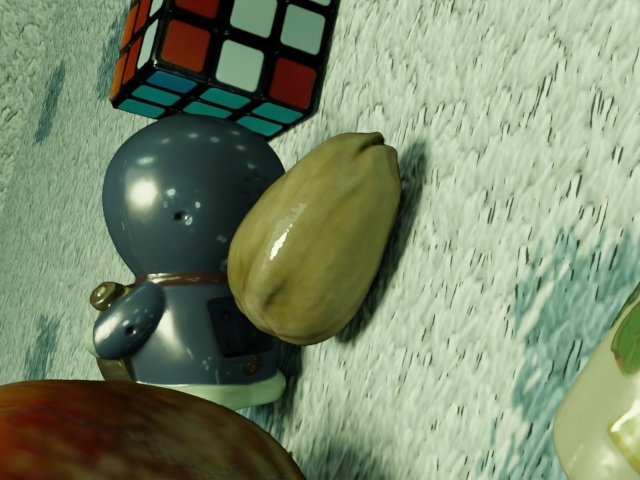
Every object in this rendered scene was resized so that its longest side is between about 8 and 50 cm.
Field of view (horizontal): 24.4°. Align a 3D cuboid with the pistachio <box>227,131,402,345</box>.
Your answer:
[{"bbox_3d":[0.000,0.000,1.102,0.108,0.126,0.185,43,120,20],"label":"pistachio"}]

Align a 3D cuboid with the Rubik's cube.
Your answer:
[{"bbox_3d":[-0.091,-0.195,1.391,0.160,0.162,0.163,158,127,-66],"label":"Rubik's cube"}]

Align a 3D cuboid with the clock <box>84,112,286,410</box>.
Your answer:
[{"bbox_3d":[-0.097,0.018,1.210,0.146,0.199,0.243,-3,91,46],"label":"clock"}]

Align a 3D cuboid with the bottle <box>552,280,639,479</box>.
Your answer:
[{"bbox_3d":[0.194,0.007,0.553,0.120,0.120,0.253,-105,36,-55],"label":"bottle"}]

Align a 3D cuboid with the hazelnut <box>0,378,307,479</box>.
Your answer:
[{"bbox_3d":[-0.155,0.275,0.942,0.409,0.359,0.359,-95,29,-45],"label":"hazelnut"}]
